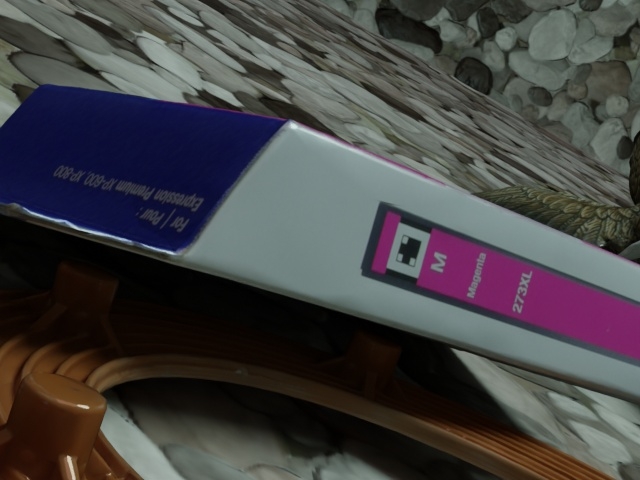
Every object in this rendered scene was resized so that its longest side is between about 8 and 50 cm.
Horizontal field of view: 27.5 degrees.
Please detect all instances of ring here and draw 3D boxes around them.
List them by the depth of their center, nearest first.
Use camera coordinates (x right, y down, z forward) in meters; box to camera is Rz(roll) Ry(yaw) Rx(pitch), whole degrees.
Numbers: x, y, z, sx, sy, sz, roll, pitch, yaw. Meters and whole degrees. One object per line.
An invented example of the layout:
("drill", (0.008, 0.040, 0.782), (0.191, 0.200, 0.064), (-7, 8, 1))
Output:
("ring", (0.037, 0.077, 0.399), (0.336, 0.032, 0.336), (21, 8, -3))

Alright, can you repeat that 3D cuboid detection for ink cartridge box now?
("ink cartridge box", (0.000, 0.000, 0.549), (0.371, 0.069, 0.175), (16, -1, -40))

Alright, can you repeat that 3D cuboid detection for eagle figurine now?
("eagle figurine", (0.218, -0.007, 0.900), (0.226, 0.225, 0.298), (8, 35, -34))
